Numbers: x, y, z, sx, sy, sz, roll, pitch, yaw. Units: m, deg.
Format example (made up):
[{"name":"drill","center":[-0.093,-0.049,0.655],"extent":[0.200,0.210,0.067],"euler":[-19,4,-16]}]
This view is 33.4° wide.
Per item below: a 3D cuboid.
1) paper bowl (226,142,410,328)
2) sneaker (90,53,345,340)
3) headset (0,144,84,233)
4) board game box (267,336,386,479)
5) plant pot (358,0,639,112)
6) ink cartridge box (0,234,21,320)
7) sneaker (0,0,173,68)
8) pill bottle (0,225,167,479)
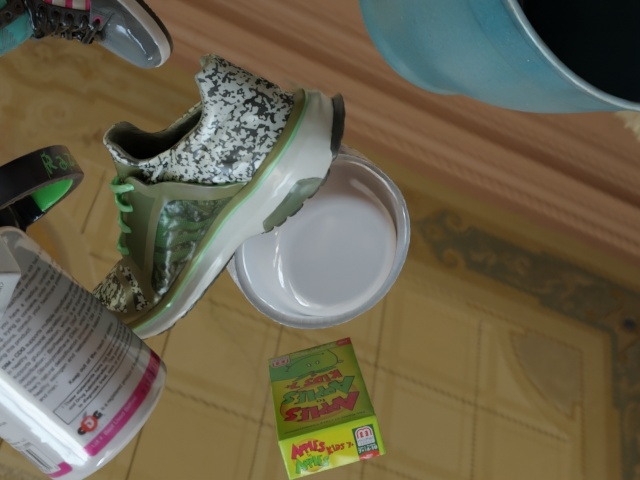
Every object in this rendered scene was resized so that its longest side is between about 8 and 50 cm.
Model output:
[{"name":"paper bowl","center":[0.000,0.000,1.604],"extent":[0.284,0.284,0.148],"euler":[8,-162,-24]},{"name":"sneaker","center":[-0.159,-0.052,1.110],"extent":[0.182,0.410,0.158],"euler":[35,-147,-20]},{"name":"headset","center":[-0.512,-0.023,1.449],"extent":[0.185,0.394,0.243],"euler":[55,-172,0]},{"name":"board game box","center":[0.002,0.159,1.043],"extent":[0.092,0.043,0.181],"euler":[-15,-162,-1]},{"name":"plant pot","center":[0.165,-0.222,0.832],"extent":[0.271,0.255,0.272],"euler":[0,-90,-26]},{"name":"ink cartridge box","center":[-0.383,-0.045,0.777],"extent":[0.238,0.060,0.275],"euler":[-1,-138,-46]},{"name":"sneaker","center":[-0.336,-0.259,1.268],"extent":[0.295,0.124,0.178],"euler":[33,-117,-9]},{"name":"pill bottle","center":[-0.299,0.089,1.031],"extent":[0.283,0.160,0.160],"euler":[47,-136,-19]}]
